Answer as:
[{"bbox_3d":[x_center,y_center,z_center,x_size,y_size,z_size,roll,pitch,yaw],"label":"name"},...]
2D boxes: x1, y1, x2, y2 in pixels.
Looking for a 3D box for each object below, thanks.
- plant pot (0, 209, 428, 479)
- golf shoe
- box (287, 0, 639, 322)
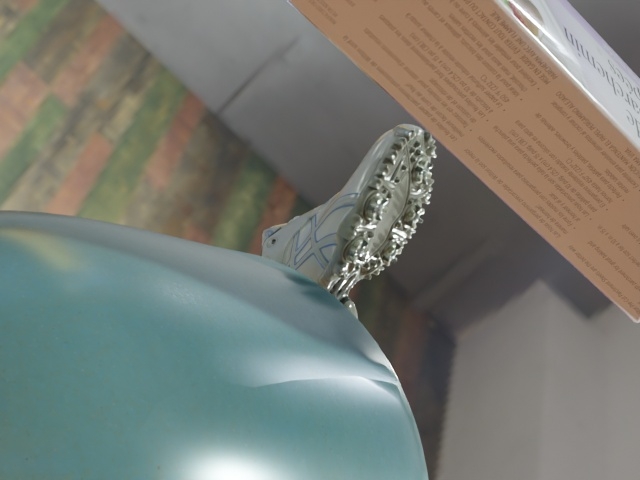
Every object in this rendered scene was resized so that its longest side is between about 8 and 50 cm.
[{"bbox_3d":[-0.136,0.117,0.731,0.293,0.235,0.293,-10,-110,30],"label":"plant pot"},{"bbox_3d":[0.000,0.000,1.014,0.069,0.086,0.176,16,106,-57],"label":"golf shoe"},{"bbox_3d":[0.066,-0.079,0.705,0.067,0.324,0.063,-31,-141,27],"label":"box"}]
